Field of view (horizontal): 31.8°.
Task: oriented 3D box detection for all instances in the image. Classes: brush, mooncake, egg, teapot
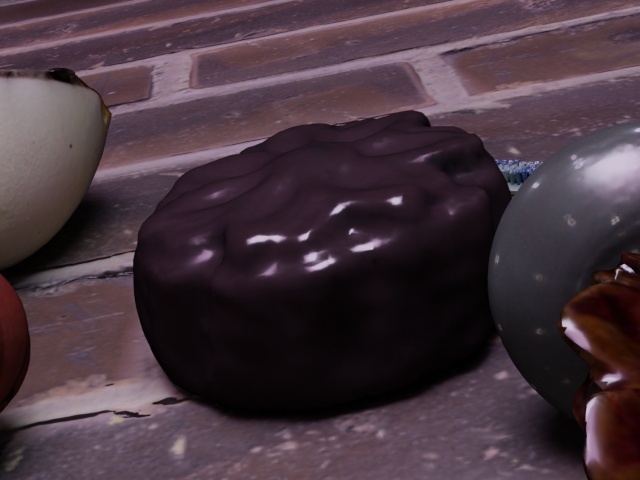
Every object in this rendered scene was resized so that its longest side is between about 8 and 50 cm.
[{"bbox_3d":[0.133,-0.058,1.026,0.179,0.030,0.033,3,37,27],"label":"brush"},{"bbox_3d":[0.000,0.000,0.814,0.283,0.141,0.283,-10,22,4],"label":"mooncake"},{"bbox_3d":[-0.322,-0.052,1.040,0.264,0.174,0.286,-10,-1,-1],"label":"egg"},{"bbox_3d":[0.192,0.008,0.699,0.184,0.183,0.251,-7,11,7],"label":"teapot"}]

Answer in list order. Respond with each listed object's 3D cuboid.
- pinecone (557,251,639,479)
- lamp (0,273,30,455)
[{"bbox_3d":[0.246,0.076,0.409,0.296,0.242,0.298,-7,37,23],"label":"pinecone"},{"bbox_3d":[-0.263,0.090,0.706,0.182,0.140,0.182,-38,-10,-8],"label":"lamp"}]
